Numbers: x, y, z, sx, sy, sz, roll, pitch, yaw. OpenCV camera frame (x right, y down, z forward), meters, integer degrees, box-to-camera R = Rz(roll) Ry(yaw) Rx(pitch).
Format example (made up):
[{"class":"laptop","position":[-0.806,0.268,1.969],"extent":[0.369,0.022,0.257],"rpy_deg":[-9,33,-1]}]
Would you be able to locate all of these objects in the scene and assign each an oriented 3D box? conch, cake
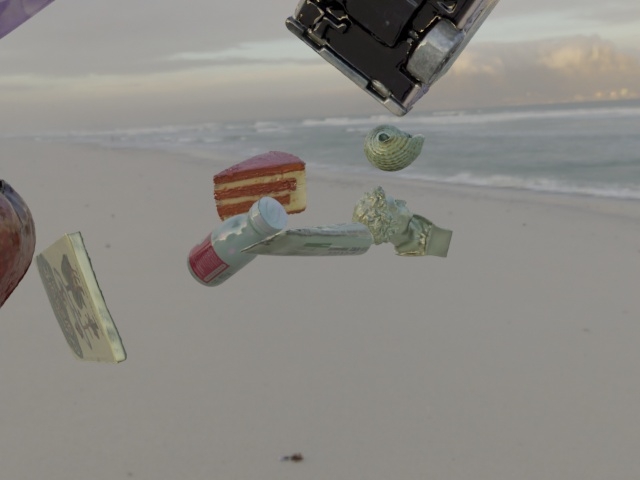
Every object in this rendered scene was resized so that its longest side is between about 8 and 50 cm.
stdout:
[{"class":"conch","position":[0.164,-0.202,1.622],"extent":[0.135,0.102,0.153],"rpy_deg":[-6,20,7]},{"class":"cake","position":[-0.147,-0.132,1.984],"extent":[0.159,0.158,0.262],"rpy_deg":[11,27,33]}]

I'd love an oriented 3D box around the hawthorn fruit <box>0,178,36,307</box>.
[{"class":"hawthorn fruit","position":[-0.559,0.038,0.993],"extent":[0.284,0.369,0.285],"rpy_deg":[24,-7,3]}]

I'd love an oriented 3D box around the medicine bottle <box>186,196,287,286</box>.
[{"class":"medicine bottle","position":[-0.153,0.002,1.349],"extent":[0.216,0.090,0.090],"rpy_deg":[-36,-12,36]}]

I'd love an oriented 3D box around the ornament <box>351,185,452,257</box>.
[{"class":"ornament","position":[0.191,-0.025,1.776],"extent":[0.285,0.130,0.120],"rpy_deg":[28,-7,-36]}]

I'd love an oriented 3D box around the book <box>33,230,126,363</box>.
[{"class":"book","position":[-0.499,0.127,1.503],"extent":[0.043,0.260,0.371],"rpy_deg":[-21,3,-30]}]

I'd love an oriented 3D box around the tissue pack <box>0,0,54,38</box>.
[{"class":"tissue pack","position":[-0.514,-0.496,1.184],"extent":[0.338,0.242,0.160],"rpy_deg":[-46,-8,-21]}]

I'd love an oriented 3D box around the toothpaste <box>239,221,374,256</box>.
[{"class":"toothpaste","position":[0.000,0.000,0.817],"extent":[0.064,0.041,0.218],"rpy_deg":[-21,-10,32]}]

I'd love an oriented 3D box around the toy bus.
[{"class":"toy bus","position":[0.172,-0.399,0.888],"extent":[0.209,0.440,0.249],"rpy_deg":[39,39,5]}]
